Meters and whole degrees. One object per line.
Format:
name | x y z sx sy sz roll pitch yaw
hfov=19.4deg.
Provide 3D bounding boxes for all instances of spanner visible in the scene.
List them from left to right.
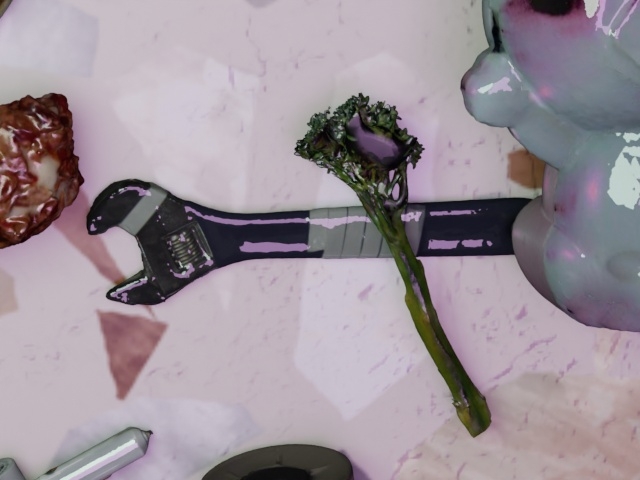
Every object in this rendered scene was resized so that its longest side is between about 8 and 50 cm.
spanner | 0.000 0.000 1.276 0.316 0.024 0.087 -1 104 -9

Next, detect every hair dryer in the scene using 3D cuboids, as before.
hair dryer | -0.171 0.171 1.278 0.137 0.047 0.082 -30 105 -8

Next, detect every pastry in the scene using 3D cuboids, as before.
pastry | -0.250 -0.027 1.186 0.209 0.115 0.097 -16 97 -5

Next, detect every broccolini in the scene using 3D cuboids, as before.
broccolini | 0.062 0.015 1.269 0.057 0.071 0.254 -46 121 -41

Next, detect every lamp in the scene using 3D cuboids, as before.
lamp | 0.214 -0.095 1.174 0.247 0.247 0.301 -12 108 -10

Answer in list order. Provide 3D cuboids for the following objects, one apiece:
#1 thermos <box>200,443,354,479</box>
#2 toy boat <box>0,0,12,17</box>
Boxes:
thermos | -0.003 0.243 1.293 0.137 0.105 0.193 -22 111 -35
toy boat | -0.242 -0.143 1.187 0.065 0.066 0.172 39 95 -17
